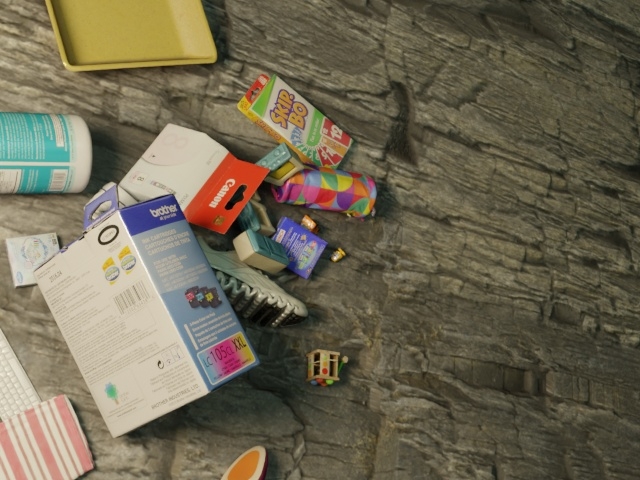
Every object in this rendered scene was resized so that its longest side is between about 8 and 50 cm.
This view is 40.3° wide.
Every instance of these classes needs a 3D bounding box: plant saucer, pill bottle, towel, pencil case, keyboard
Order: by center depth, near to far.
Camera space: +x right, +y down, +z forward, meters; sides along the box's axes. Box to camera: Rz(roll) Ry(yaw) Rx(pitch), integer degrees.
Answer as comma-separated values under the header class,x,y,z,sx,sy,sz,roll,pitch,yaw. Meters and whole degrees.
class,x,y,z,sx,sy,sz,roll,pitch,yaw
towel,-0.490,0.359,1.455,0.197,0.029,0.144,-23,93,-34
keyboard,-0.560,0.201,1.487,0.072,0.014,0.256,-29,88,-35
pill bottle,-0.552,-0.156,1.546,0.264,0.146,0.146,-1,73,-31
plant saucer,-0.414,-0.489,1.794,0.333,0.081,0.332,-11,77,-34
pencil case,0.010,-0.107,1.887,0.236,0.104,0.104,11,66,-26

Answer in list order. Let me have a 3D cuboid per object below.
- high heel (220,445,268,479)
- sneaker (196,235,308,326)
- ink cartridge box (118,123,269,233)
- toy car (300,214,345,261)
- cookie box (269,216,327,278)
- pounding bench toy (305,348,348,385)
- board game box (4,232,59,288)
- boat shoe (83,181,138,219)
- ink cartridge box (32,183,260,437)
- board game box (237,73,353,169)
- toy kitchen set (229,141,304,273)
class,x,y,z,sx,sy,sz,roll,pitch,yaw
high heel,-0.139,0.503,1.598,0.117,0.082,0.244,63,33,-35
sneaker,-0.150,0.082,1.723,0.292,0.110,0.118,25,52,-21
ink cartridge box,-0.245,-0.125,1.693,0.232,0.066,0.189,15,54,24
toy car,0.000,0.000,1.867,0.040,0.060,0.122,-44,90,-4
cookie box,-0.055,0.015,1.819,0.107,0.040,0.091,33,82,-16
pounding bench toy,0.018,0.264,1.777,0.083,0.052,0.065,12,66,-26
board game box,-0.515,0.035,1.572,0.090,0.020,0.090,-8,76,-34
boat shoe,-0.336,-0.003,1.625,0.258,0.095,0.084,37,68,23
ink cartridge box,-0.317,0.103,1.498,0.151,0.270,0.395,-25,87,-56
board game box,-0.054,-0.260,1.947,0.259,0.039,0.124,37,57,-10
toy kitchen set,-0.097,-0.071,1.724,0.122,0.166,0.207,25,35,-56
